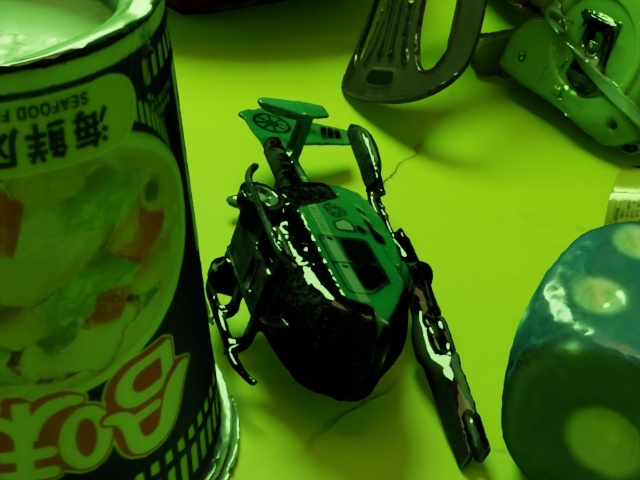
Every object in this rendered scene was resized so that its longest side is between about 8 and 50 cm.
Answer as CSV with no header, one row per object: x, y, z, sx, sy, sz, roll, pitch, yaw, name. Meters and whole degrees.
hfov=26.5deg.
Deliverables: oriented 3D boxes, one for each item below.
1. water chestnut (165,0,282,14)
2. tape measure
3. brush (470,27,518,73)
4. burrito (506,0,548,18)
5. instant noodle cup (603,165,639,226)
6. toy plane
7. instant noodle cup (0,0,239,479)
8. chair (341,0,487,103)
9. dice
-0.074,-0.390,1.314,0.350,0.302,0.350,0,39,0,water chestnut
0.249,-0.161,1.165,0.087,0.154,0.177,-1,36,-43,tape measure
0.299,-0.195,1.285,0.337,0.085,0.020,-10,43,-10,brush
0.199,-0.315,1.393,0.175,0.107,0.347,7,34,-33,burrito
0.261,0.013,0.937,0.122,0.151,0.151,5,34,22,instant noodle cup
0.000,0.000,0.950,0.155,0.106,0.381,8,30,-24,toy plane
-0.180,-0.007,0.757,0.284,0.312,0.284,3,36,-2,instant noodle cup
0.145,-0.271,1.203,0.183,0.326,0.176,6,7,-33,chair
0.200,0.083,0.818,0.146,0.143,0.146,23,39,25,dice
